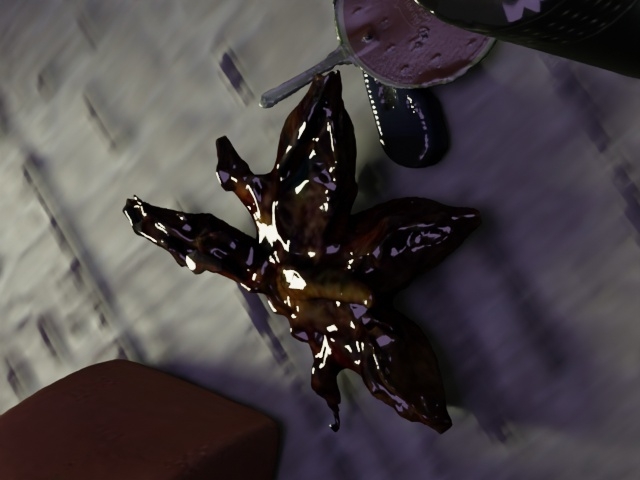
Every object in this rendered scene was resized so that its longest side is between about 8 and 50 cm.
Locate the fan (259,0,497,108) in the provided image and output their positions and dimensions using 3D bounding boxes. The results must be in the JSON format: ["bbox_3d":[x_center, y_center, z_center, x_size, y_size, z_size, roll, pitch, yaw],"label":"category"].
[{"bbox_3d":[0.026,-0.098,0.702,0.133,0.005,0.085,-33,72,12],"label":"fan"}]

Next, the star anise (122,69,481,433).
[{"bbox_3d":[0.003,-0.001,0.710,0.212,0.053,0.157,46,123,22],"label":"star anise"}]

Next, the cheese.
[{"bbox_3d":[-0.136,0.171,0.738,0.128,0.177,0.203,21,102,33],"label":"cheese"}]

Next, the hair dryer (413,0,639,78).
[{"bbox_3d":[0.204,-0.069,0.434,0.284,0.320,0.156,7,95,25],"label":"hair dryer"}]

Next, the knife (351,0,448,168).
[{"bbox_3d":[0.033,-0.091,0.713,0.031,0.018,0.121,-21,78,36],"label":"knife"}]
